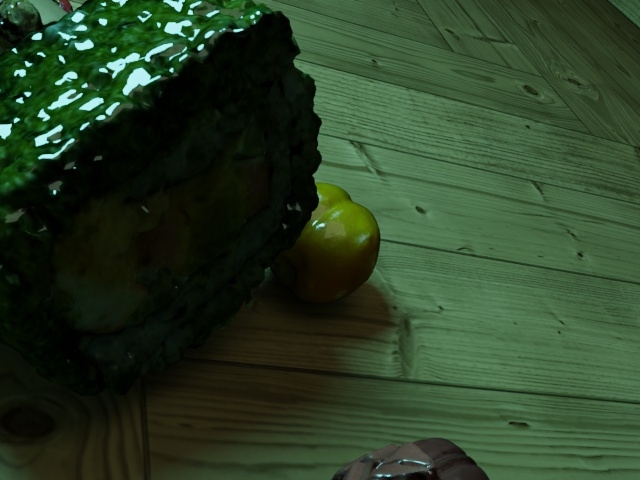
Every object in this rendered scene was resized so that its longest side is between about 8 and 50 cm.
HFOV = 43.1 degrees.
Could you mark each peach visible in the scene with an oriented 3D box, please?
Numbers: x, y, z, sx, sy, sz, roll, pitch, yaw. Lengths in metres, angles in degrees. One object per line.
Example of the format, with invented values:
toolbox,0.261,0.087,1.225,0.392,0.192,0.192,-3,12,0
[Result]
peach,0.000,0.000,0.911,0.138,0.138,0.138,17,34,-12

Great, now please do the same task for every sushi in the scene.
sushi,-0.155,-0.041,0.703,0.178,0.294,0.352,25,56,32

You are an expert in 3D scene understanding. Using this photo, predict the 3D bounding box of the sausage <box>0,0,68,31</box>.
sausage,-0.412,-0.288,1.042,0.253,0.123,0.123,41,36,23

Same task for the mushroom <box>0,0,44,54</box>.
mushroom,-0.321,-0.164,0.837,0.148,0.217,0.227,-18,52,-38

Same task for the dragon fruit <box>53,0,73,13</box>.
dragon fruit,-0.397,-0.334,1.165,0.112,0.068,0.126,20,34,-12

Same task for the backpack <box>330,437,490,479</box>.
backpack,0.035,0.227,0.541,0.139,0.229,0.229,40,36,27
